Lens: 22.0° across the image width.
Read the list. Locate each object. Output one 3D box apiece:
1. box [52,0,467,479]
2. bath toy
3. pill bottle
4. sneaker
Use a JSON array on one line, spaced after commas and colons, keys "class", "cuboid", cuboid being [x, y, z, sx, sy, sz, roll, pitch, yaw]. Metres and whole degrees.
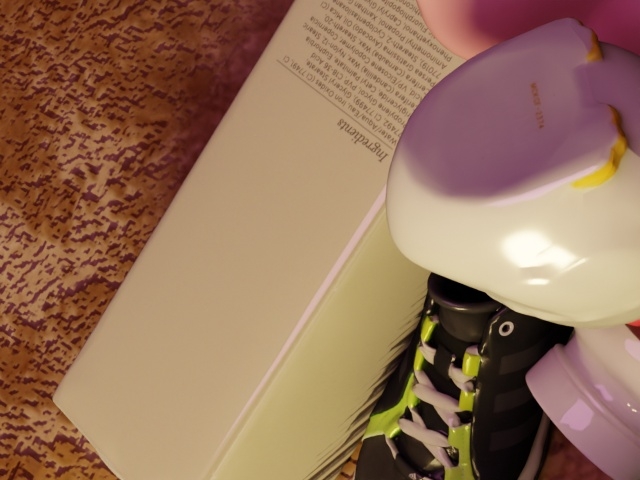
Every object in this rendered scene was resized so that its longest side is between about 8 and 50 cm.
[{"class": "box", "cuboid": [0.000, 0.000, 0.764, 0.113, 0.094, 0.275, 42, 105, 35]}, {"class": "bath toy", "cuboid": [0.105, -0.112, 0.629, 0.151, 0.129, 0.348, -14, 51, 24]}, {"class": "pill bottle", "cuboid": [0.155, 0.022, 0.645, 0.152, 0.086, 0.086, -46, 57, 12]}, {"class": "sneaker", "cuboid": [0.062, 0.039, 0.707, 0.084, 0.097, 0.235, 31, 98, 37]}]
